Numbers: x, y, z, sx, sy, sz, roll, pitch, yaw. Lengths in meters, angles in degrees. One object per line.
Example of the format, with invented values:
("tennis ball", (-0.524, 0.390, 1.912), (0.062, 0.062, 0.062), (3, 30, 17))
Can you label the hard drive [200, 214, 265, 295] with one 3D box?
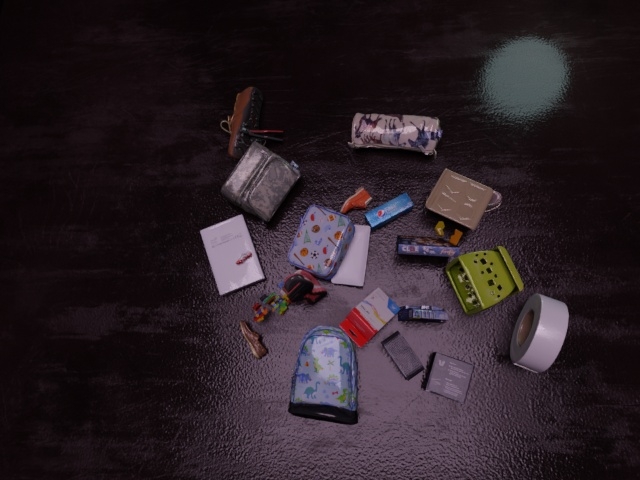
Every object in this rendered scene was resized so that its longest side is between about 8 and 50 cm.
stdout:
("hard drive", (-0.398, 0.064, 2.045), (0.210, 0.040, 0.319), (-22, 74, -1))

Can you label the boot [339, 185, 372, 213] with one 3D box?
("boot", (0.160, -0.164, 2.042), (0.158, 0.059, 0.084), (-42, 80, -7))

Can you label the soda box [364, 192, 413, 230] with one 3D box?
("soda box", (0.304, -0.127, 2.010), (0.210, 0.067, 0.071), (-28, 74, -2))

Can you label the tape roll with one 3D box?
("tape roll", (0.826, 0.351, 1.722), (0.100, 0.286, 0.286), (20, 78, 10))

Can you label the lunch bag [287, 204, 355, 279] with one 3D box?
("lunch bag", (0.000, 0.000, 1.972), (0.243, 0.115, 0.303), (21, 82, 23))

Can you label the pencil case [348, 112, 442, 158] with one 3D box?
("pencil case", (0.336, -0.481, 2.053), (0.410, 0.160, 0.184), (5, 61, 7))

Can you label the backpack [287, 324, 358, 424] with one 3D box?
("backpack", (0.022, 0.518, 1.797), (0.290, 0.273, 0.356), (5, 62, 14))

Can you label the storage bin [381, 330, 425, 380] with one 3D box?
("storage bin", (0.330, 0.463, 1.825), (0.084, 0.122, 0.180), (-33, 75, -3))

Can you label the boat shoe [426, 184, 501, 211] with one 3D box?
("boat shoe", (0.633, -0.191, 1.979), (0.324, 0.097, 0.117), (5, 75, 7))

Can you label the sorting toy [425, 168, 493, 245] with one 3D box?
("sorting toy", (0.559, -0.134, 1.888), (0.229, 0.041, 0.307), (29, 72, 12))

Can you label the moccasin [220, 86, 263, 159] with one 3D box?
("moccasin", (-0.381, -0.558, 2.157), (0.147, 0.139, 0.380), (-5, 72, 31))

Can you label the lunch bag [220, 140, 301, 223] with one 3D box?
("lunch bag", (-0.263, -0.258, 2.040), (0.256, 0.212, 0.305), (34, 81, -4))

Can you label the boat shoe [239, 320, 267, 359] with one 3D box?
("boat shoe", (-0.288, 0.417, 1.933), (0.060, 0.064, 0.178), (-29, 81, -7))

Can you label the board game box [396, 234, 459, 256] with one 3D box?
("board game box", (0.447, 0.023, 1.908), (0.243, 0.165, 0.042), (3, 104, 6))

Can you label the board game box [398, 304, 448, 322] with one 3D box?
("board game box", (0.438, 0.300, 1.845), (0.194, 0.194, 0.060), (4, 76, -8))

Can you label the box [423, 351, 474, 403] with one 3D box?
("box", (0.509, 0.544, 1.801), (0.156, 0.093, 0.158), (18, 79, 10))

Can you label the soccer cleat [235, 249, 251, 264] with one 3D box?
("soccer cleat", (-0.343, 0.075, 2.001), (0.083, 0.029, 0.035), (-36, 66, -8))

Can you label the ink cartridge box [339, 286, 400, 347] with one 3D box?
("ink cartridge box", (0.202, 0.312, 1.847), (0.134, 0.078, 0.231), (45, 52, 14))

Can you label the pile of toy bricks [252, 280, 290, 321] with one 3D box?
("pile of toy bricks", (-0.186, 0.276, 1.944), (0.212, 0.118, 0.105), (-42, 114, 0))

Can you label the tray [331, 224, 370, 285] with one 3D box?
("tray", (0.136, 0.063, 1.991), (0.145, 0.030, 0.270), (5, 76, 15))

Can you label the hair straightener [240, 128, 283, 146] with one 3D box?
("hair straightener", (-0.272, -0.472, 2.107), (0.047, 0.230, 0.089), (4, 98, 49))

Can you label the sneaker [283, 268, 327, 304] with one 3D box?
("sneaker", (-0.087, 0.176, 1.856), (0.116, 0.314, 0.136), (-40, 65, 5))

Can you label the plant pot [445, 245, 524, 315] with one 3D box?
("plant pot", (0.664, 0.155, 1.825), (0.207, 0.227, 0.228), (-19, 75, -5))
